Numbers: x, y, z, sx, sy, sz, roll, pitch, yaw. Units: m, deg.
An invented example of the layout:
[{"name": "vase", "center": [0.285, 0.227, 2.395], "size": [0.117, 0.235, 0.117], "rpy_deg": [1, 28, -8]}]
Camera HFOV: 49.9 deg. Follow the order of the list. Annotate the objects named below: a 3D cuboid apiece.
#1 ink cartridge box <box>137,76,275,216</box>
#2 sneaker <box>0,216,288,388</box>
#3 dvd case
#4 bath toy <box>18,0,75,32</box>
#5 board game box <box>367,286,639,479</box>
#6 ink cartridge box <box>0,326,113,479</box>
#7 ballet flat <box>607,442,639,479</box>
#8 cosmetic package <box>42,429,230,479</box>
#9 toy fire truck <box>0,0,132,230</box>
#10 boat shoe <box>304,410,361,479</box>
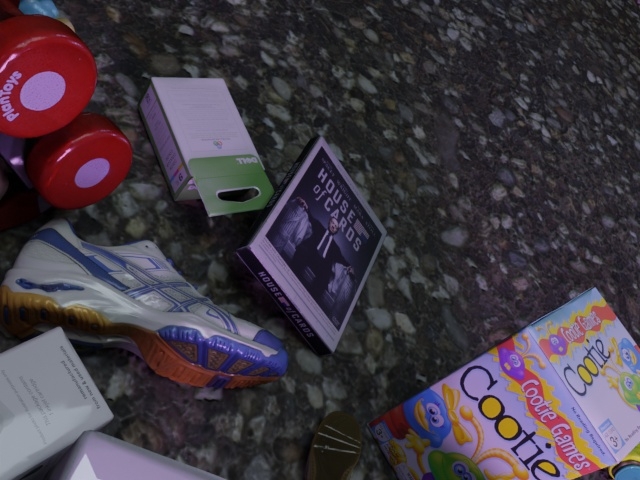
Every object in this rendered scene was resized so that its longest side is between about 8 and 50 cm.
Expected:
[{"name": "ink cartridge box", "center": [-0.145, -0.110, 0.883], "size": [0.109, 0.062, 0.209], "rpy_deg": [-10, 66, -39]}, {"name": "sneaker", "center": [-0.164, 0.061, 0.712], "size": [0.297, 0.112, 0.131], "rpy_deg": [22, 48, -21]}, {"name": "dvd case", "center": [0.000, 0.000, 0.880], "size": [0.179, 0.030, 0.238], "rpy_deg": [54, 41, -24]}, {"name": "bath toy", "center": [-0.424, -0.174, 0.704], "size": [0.151, 0.129, 0.348], "rpy_deg": [13, 29, 35]}, {"name": "board game box", "center": [0.206, 0.191, 0.753], "size": [0.144, 0.275, 0.142], "rpy_deg": [-18, 70, -41]}, {"name": "ink cartridge box", "center": [-0.286, 0.174, 0.510], "size": [0.218, 0.158, 0.092], "rpy_deg": [-26, 76, -43]}, {"name": "ballet flat", "center": [0.509, 0.349, 0.995], "size": [0.231, 0.077, 0.077], "rpy_deg": [30, 30, -10]}, {"name": "cosmetic package", "center": [-0.177, 0.373, 0.392], "size": [0.162, 0.230, 0.453], "rpy_deg": [27, 48, -16]}, {"name": "toy fire truck", "center": [-0.330, -0.099, 0.607], "size": [0.254, 0.302, 0.169], "rpy_deg": [-37, 69, -17]}, {"name": "boat shoe", "center": [0.007, 0.255, 0.741], "size": [0.056, 0.048, 0.153], "rpy_deg": [19, 42, -6]}]
